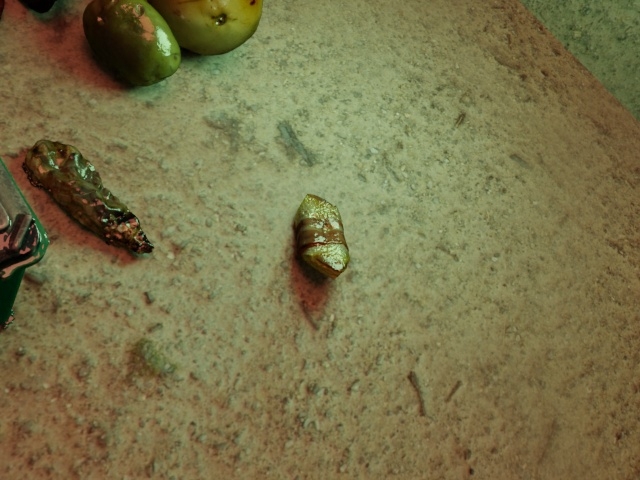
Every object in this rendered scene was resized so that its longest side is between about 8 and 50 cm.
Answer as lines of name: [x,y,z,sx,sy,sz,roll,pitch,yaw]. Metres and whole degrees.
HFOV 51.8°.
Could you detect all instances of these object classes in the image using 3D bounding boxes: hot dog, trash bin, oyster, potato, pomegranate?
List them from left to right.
trash bin: [-0.626,0.037,1.042,0.295,0.381,0.259,-27,76,-35]
oyster: [-0.482,-0.096,1.396,0.345,0.078,0.128,42,44,4]
potato: [-0.448,-0.473,1.554,0.148,0.197,0.228,-47,117,-45]
pomegranate: [-0.288,-0.627,1.678,0.319,0.319,0.319,13,57,-21]
hot dog: [0.002,0.004,1.570,0.123,0.093,0.262,8,44,-14]

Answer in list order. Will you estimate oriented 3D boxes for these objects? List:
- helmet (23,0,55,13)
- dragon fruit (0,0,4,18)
helmet: [-0.651,-0.687,1.558,0.160,0.230,0.279,-35,95,-47]
dragon fruit: [-0.821,-0.463,1.376,0.330,0.302,0.240,-14,102,-20]
